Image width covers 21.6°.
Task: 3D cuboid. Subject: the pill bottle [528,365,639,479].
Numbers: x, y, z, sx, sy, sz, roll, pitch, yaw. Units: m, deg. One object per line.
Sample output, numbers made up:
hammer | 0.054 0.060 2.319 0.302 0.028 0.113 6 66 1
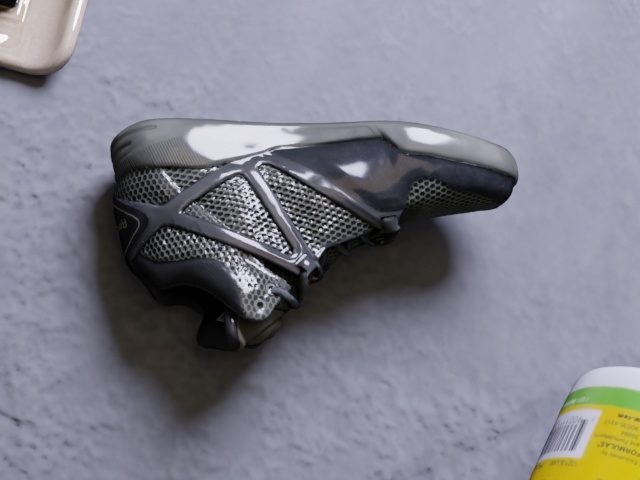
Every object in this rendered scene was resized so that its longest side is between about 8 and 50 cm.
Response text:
pill bottle | 0.150 0.202 0.874 0.136 0.136 0.246 29 70 -3

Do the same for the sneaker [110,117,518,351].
sneaker | 0.000 0.000 0.931 0.227 0.087 0.130 -1 76 -10

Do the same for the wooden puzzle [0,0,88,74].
wooden puzzle | -0.235 -0.226 0.965 0.238 0.044 0.221 14 71 -8
